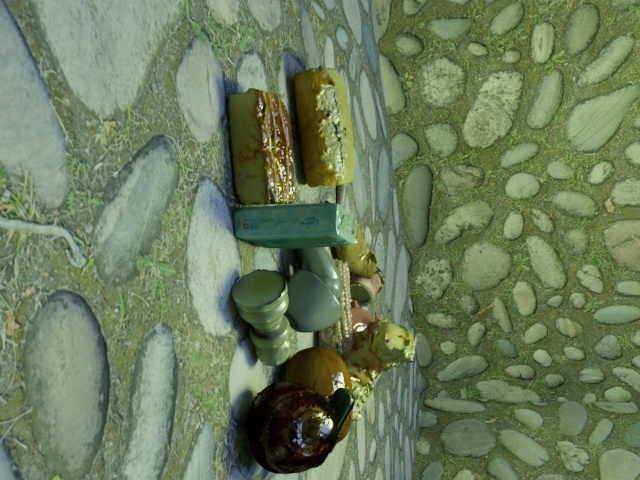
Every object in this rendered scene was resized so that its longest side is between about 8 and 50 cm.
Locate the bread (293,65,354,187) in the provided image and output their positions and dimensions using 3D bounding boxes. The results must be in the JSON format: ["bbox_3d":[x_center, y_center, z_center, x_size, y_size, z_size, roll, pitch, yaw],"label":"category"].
[{"bbox_3d":[0.016,-0.366,1.895,0.236,0.165,0.375,-34,119,-75],"label":"bread"}]

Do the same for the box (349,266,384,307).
[{"bbox_3d":[0.168,0.184,2.331,0.135,0.151,0.151,-59,143,-48],"label":"box"}]

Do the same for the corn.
[{"bbox_3d":[0.049,0.225,1.992,0.126,0.127,0.335,48,38,-64],"label":"corn"}]

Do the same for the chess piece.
[{"bbox_3d":[-0.125,0.202,1.416,0.133,0.133,0.243,-71,157,-51],"label":"chess piece"}]

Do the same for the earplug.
[{"bbox_3d":[-0.025,0.126,1.702,0.325,0.175,0.214,-87,160,-52],"label":"earplug"}]

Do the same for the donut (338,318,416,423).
[{"bbox_3d":[0.160,0.420,1.986,0.371,0.150,0.307,-51,-173,9],"label":"donut"}]

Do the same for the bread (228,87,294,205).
[{"bbox_3d":[-0.141,-0.223,1.448,0.185,0.114,0.274,-15,99,-73],"label":"bread"}]

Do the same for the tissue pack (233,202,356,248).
[{"bbox_3d":[-0.059,-0.032,1.423,0.177,0.263,0.089,27,64,-70],"label":"tissue pack"}]

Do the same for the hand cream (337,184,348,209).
[{"bbox_3d":[0.083,-0.154,2.296,0.067,0.043,0.209,22,72,-69],"label":"hand cream"}]

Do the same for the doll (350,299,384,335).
[{"bbox_3d":[0.143,0.330,2.189,0.262,0.093,0.211,-18,86,-40],"label":"doll"}]

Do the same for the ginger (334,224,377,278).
[{"bbox_3d":[0.124,0.035,2.215,0.267,0.152,0.138,52,34,-24],"label":"ginger"}]

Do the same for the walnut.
[{"bbox_3d":[0.001,0.445,1.623,0.203,0.203,0.298,3,72,-73],"label":"walnut"}]

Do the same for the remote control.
[{"bbox_3d":[0.023,0.482,1.496,0.042,0.072,0.222,21,99,-36],"label":"remote control"}]

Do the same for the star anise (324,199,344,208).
[{"bbox_3d":[0.057,-0.070,2.080,0.168,0.057,0.168,11,73,-40],"label":"star anise"}]

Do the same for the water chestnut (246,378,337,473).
[{"bbox_3d":[-0.081,0.452,1.415,0.224,0.238,0.223,-6,102,-31],"label":"water chestnut"}]
